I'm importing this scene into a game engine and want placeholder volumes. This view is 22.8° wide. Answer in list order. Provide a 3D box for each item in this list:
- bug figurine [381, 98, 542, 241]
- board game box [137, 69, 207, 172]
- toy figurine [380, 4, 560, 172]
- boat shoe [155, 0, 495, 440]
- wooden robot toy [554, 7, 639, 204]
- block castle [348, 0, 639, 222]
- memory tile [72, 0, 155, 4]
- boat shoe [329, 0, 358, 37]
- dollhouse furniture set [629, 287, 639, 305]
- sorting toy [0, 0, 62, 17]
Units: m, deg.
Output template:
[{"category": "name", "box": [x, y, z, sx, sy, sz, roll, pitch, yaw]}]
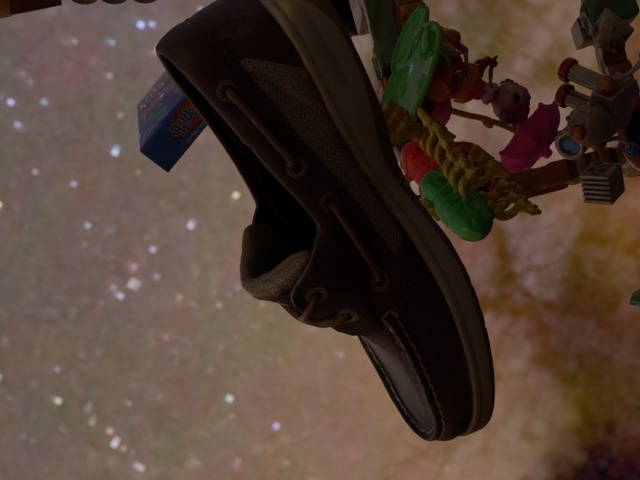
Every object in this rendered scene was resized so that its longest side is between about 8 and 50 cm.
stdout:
[{"category": "bug figurine", "box": [0.041, -0.080, 1.225, 0.072, 0.279, 0.216, -54, 29, 9]}, {"category": "board game box", "box": [-0.157, -0.185, 1.934, 0.160, 0.047, 0.210, -50, 18, 10]}, {"category": "toy figurine", "box": [0.149, -0.130, 1.500, 0.173, 0.159, 0.130, -85, 21, -48]}, {"category": "boat shoe", "box": [0.000, 0.000, 1.012, 0.123, 0.123, 0.342, -33, -65, -18]}, {"category": "wooden robot toy", "box": [0.218, -0.099, 1.303, 0.079, 0.076, 0.173, -43, -36, -43]}, {"category": "block castle", "box": [0.191, -0.256, 1.675, 0.213, 0.303, 0.453, 88, 168, -83]}, {"category": "memory tile", "box": [-0.254, -0.326, 1.880, 0.148, 0.113, 0.012, 85, -177, -64]}, {"category": "boat shoe", "box": [-0.020, -0.428, 2.262, 0.112, 0.095, 0.335, -51, -47, -28]}, {"category": "dollhouse furniture set", "box": [0.423, 0.044, 1.865, 0.151, 0.076, 0.059, -21, -55, -62]}, {"category": "sorting toy", "box": [-0.399, -0.198, 1.420, 0.307, 0.229, 0.041, -21, -77, -45]}]
